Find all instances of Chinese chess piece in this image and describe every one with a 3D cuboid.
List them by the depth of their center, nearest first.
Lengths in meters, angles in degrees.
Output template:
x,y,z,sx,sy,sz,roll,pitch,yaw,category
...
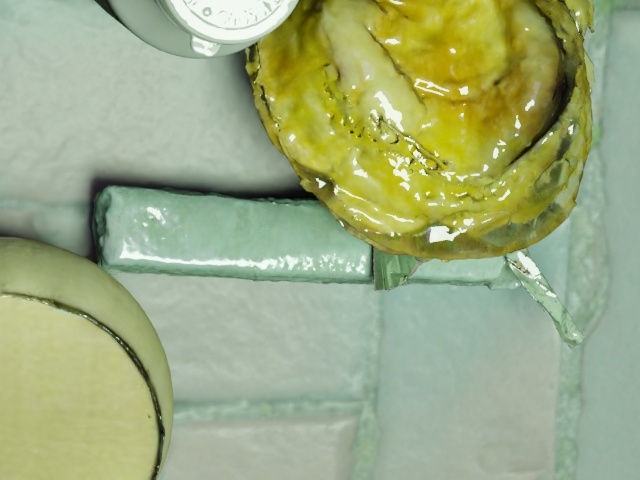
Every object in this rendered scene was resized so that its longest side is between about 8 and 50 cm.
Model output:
x,y,z,sx,sy,sz,roll,pitch,yaw,category
-0.226,0.120,1.202,0.250,0.103,0.249,-4,113,-10,Chinese chess piece

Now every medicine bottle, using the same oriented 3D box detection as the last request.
x,y,z,sx,sy,sz,roll,pitch,yaw,category
-0.082,-0.188,1.112,0.135,0.215,0.135,-5,107,-16,medicine bottle

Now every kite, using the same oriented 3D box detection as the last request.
x,y,z,sx,sy,sz,roll,pitch,yaw,category
0.124,-0.027,1.286,0.229,0.012,0.250,-37,91,-23,kite

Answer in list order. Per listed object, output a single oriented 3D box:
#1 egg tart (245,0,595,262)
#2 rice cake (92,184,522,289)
x,y,z,sx,sy,sz,roll,pitch,yaw,category
0.093,-0.131,1.209,0.297,0.132,0.297,3,82,-20,egg tart
0.000,0.000,1.274,0.336,0.063,0.066,3,87,-17,rice cake
